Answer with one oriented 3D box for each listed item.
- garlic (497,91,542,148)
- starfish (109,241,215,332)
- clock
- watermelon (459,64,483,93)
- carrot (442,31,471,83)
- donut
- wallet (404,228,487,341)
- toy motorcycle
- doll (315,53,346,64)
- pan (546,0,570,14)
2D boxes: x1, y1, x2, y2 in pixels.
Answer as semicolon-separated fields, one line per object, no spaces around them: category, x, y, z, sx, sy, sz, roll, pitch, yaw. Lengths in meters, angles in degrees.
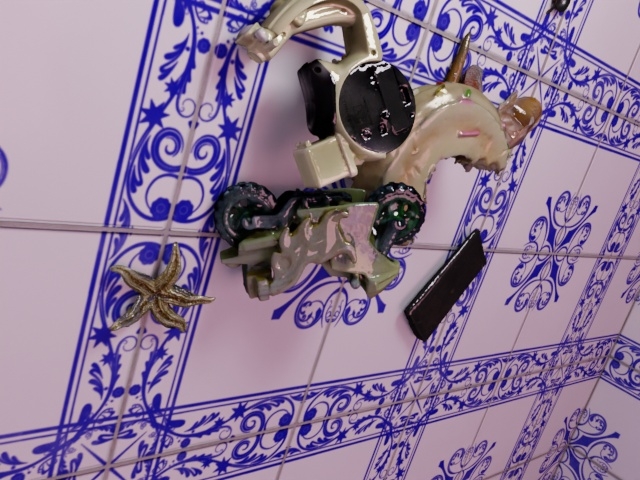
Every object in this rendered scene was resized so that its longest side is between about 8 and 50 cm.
garlic;0.516;-0.308;1.626;0.174;0.099;0.124;-39;149;-22
starfish;-0.284;0.085;1.125;0.208;0.053;0.176;20;99;-46
clock;0.014;-0.302;1.081;0.276;0.120;0.379;-29;104;-20
watermelon;0.353;-0.341;1.478;0.187;0.071;0.139;23;70;-69
carrot;0.297;-0.349;1.432;0.049;0.049;0.255;7;104;-45
donut;0.219;-0.181;1.343;0.371;0.150;0.307;-38;130;-5
wallet;0.354;0.123;1.756;0.321;0.044;0.170;-48;138;-16
toy motorcycle;0.000;0.000;1.212;0.409;0.169;0.237;0;107;-11
doll;0.012;-0.302;1.180;0.084;0.073;0.127;48;71;-13
pan;0.593;-0.600;1.579;0.115;0.023;0.068;-40;135;-23
